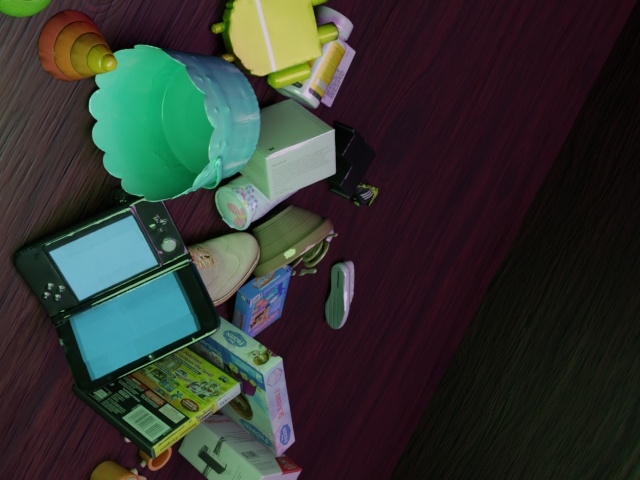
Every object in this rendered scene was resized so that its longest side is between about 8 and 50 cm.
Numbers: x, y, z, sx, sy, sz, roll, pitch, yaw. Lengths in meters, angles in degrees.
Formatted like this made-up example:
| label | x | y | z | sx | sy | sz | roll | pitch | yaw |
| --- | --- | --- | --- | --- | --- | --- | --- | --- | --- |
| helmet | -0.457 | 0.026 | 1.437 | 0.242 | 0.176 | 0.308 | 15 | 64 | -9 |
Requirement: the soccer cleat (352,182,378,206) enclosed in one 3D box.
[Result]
| label | x | y | z | sx | sy | sz | roll | pitch | yaw |
| --- | --- | --- | --- | --- | --- | --- | --- | --- | --- |
| soccer cleat | 0.115 | -0.136 | 2.084 | 0.179 | 0.060 | 0.072 | 9 | 106 | -60 |

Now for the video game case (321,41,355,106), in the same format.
| label | x | y | z | sx | sy | sz | roll | pitch | yaw |
| --- | --- | --- | --- | --- | --- | --- | --- | --- | --- |
| video game case | 0.018 | -0.427 | 1.768 | 0.143 | 0.019 | 0.157 | 19 | 96 | -58 |

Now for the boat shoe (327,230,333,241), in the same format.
| label | x | y | z | sx | sy | sz | roll | pitch | yaw |
| --- | --- | --- | --- | --- | --- | --- | --- | --- | --- |
| boat shoe | 0.000 | 0.000 | 2.043 | 0.100 | 0.035 | 0.035 | -52 | 150 | -5 |

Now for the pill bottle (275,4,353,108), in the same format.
| label | x | y | z | sx | sy | sz | roll | pitch | yaw |
| --- | --- | --- | --- | --- | --- | --- | --- | --- | --- |
| pill bottle | -0.014 | -0.420 | 1.633 | 0.119 | 0.119 | 0.208 | 27 | 90 | -58 |

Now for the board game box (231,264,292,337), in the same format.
| label | x | y | z | sx | sy | sz | roll | pitch | yaw |
| --- | --- | --- | --- | --- | --- | --- | --- | --- | --- |
| board game box | -0.158 | 0.166 | 1.876 | 0.160 | 0.047 | 0.210 | -36 | 154 | -37 |

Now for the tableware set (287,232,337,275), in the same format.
| label | x | y | z | sx | sy | sz | roll | pitch | yaw |
| --- | --- | --- | --- | --- | --- | --- | --- | --- | --- |
| tableware set | -0.047 | 0.031 | 1.882 | 0.039 | 0.194 | 0.128 | 40 | 65 | -22 |

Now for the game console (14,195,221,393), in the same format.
| label | x | y | z | sx | sy | sz | roll | pitch | yaw |
| --- | --- | --- | --- | --- | --- | --- | --- | --- | --- |
| game console | -0.372 | 0.094 | 1.322 | 0.293 | 0.173 | 0.250 | -26 | 127 | -9 |

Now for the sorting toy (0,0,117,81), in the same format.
| label | x | y | z | sx | sy | sz | roll | pitch | yaw |
| --- | --- | --- | --- | --- | --- | --- | --- | --- | --- |
| sorting toy | -0.415 | -0.374 | 1.085 | 0.127 | 0.126 | 0.365 | -52 | 147 | -17 |

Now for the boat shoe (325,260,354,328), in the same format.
| label | x | y | z | sx | sy | sz | roll | pitch | yaw |
| --- | --- | --- | --- | --- | --- | --- | --- | --- | --- |
| boat shoe | 0.074 | 0.170 | 2.224 | 0.076 | 0.083 | 0.226 | -21 | 129 | -46 |

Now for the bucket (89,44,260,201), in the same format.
| label | x | y | z | sx | sy | sz | roll | pitch | yaw |
| --- | --- | --- | --- | --- | --- | --- | --- | --- | --- |
| bucket | -0.257 | -0.215 | 1.297 | 0.183 | 0.281 | 0.281 | -22 | 131 | -58 |

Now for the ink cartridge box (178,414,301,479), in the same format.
| label | x | y | z | sx | sy | sz | roll | pitch | yaw |
| --- | --- | --- | --- | --- | --- | --- | --- | --- | --- |
| ink cartridge box | -0.220 | 0.596 | 1.939 | 0.197 | 0.273 | 0.114 | 19 | 100 | -58 |

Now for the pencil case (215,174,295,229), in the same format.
| label | x | y | z | sx | sy | sz | roll | pitch | yaw |
| --- | --- | --- | --- | --- | --- | --- | --- | --- | --- |
| pencil case | -0.122 | -0.133 | 1.696 | 0.273 | 0.113 | 0.124 | -37 | 174 | -36 |

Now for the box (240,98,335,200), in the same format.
| label | x | y | z | sx | sy | sz | roll | pitch | yaw |
| --- | --- | --- | --- | --- | --- | --- | --- | --- | --- |
| box | -0.087 | -0.207 | 1.592 | 0.182 | 0.181 | 0.119 | -25 | 135 | -24 |

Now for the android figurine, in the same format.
| label | x | y | z | sx | sy | sz | roll | pitch | yaw |
| --- | --- | --- | --- | --- | --- | --- | --- | --- | --- |
| android figurine | -0.095 | -0.445 | 1.491 | 0.273 | 0.056 | 0.248 | -25 | 116 | -20 |

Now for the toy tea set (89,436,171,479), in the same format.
| label | x | y | z | sx | sy | sz | roll | pitch | yaw |
| --- | --- | --- | --- | --- | --- | --- | --- | --- | --- |
| toy tea set | -0.412 | 0.530 | 1.750 | 0.336 | 0.124 | 0.200 | -57 | 148 | -10 |

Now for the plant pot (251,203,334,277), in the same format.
| label | x | y | z | sx | sy | sz | roll | pitch | yaw |
| --- | --- | --- | --- | --- | --- | --- | --- | --- | --- |
| plant pot | -0.092 | -0.016 | 1.777 | 0.237 | 0.237 | 0.109 | -38 | 100 | -34 |

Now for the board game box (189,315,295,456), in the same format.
| label | x | y | z | sx | sy | sz | roll | pitch | yaw |
| --- | --- | --- | --- | --- | --- | --- | --- | --- | --- |
| board game box | -0.208 | 0.327 | 1.714 | 0.066 | 0.319 | 0.318 | -38 | 140 | -32 |

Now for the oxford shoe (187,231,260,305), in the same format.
| label | x | y | z | sx | sy | sz | roll | pitch | yaw |
| --- | --- | --- | --- | --- | --- | --- | --- | --- | --- |
| oxford shoe | -0.273 | 0.073 | 1.562 | 0.397 | 0.140 | 0.146 | -35 | 164 | -39 |

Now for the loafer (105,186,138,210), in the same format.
| label | x | y | z | sx | sy | sz | roll | pitch | yaw |
| --- | --- | --- | --- | --- | --- | --- | --- | --- | --- |
| loafer | -0.398 | 0.003 | 1.429 | 0.078 | 0.076 | 0.223 | 5 | 105 | -47 |

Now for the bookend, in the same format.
| label | x | y | z | sx | sy | sz | roll | pitch | yaw |
| --- | --- | --- | --- | --- | --- | --- | --- | --- | --- |
| bookend | 0.060 | -0.214 | 1.934 | 0.157 | 0.072 | 0.156 | -60 | 147 | -3 |

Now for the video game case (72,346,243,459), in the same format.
| label | x | y | z | sx | sy | sz | roll | pitch | yaw |
| --- | --- | --- | --- | --- | --- | --- | --- | --- | --- |
| video game case | -0.350 | 0.321 | 1.543 | 0.248 | 0.275 | 0.035 | -33 | 135 | -39 |
